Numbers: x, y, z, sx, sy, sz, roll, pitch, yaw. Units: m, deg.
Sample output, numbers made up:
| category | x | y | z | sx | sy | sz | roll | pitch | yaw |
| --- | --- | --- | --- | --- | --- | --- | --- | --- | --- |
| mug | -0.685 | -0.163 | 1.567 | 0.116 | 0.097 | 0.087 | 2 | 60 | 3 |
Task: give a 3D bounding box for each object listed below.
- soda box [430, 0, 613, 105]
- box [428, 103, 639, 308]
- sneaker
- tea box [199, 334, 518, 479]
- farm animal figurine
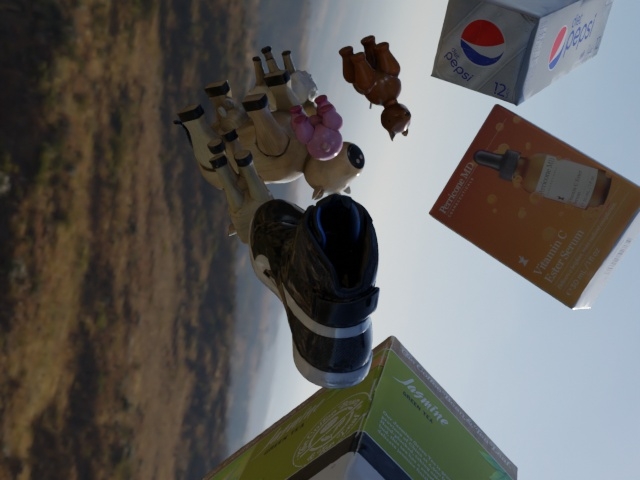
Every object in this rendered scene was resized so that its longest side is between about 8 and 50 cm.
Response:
| category | x | y | z | sx | sy | sz | roll | pitch | yaw |
| --- | --- | --- | --- | --- | --- | --- | --- | --- | --- |
| soda box | 0.222 | -0.227 | 1.136 | 0.286 | 0.098 | 0.091 | -32 | 140 | -54 |
| box | 0.217 | -0.032 | 1.043 | 0.130 | 0.170 | 0.091 | -60 | 159 | 11 |
| sneaker | 0.000 | 0.000 | 0.835 | 0.217 | 0.079 | 0.121 | -117 | -152 | -50 |
| tea box | 0.003 | 0.325 | 1.086 | 0.329 | 0.220 | 0.323 | -40 | -172 | 22 |
| farm animal figurine | -0.046 | -0.104 | 1.324 | 0.330 | 0.326 | 0.172 | -40 | 121 | -33 |
